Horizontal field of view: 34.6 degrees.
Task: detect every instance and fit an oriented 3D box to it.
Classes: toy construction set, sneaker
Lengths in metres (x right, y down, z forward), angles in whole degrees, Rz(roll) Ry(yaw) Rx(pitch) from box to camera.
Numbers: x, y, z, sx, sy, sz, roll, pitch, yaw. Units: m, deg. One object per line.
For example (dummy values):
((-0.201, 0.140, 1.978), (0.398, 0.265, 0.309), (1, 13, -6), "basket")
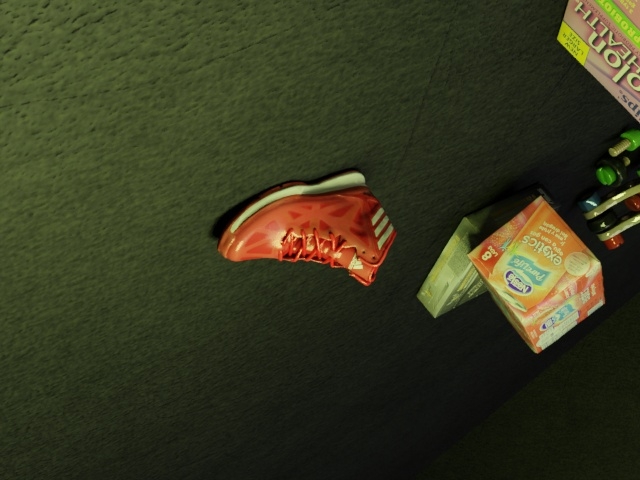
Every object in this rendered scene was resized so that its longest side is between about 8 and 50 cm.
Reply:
((0.653, -0.064, 1.844), (0.237, 0.309, 0.257), (-35, 166, -20), "toy construction set")
((0.000, 0.000, 1.173), (0.221, 0.128, 0.087), (-24, 154, -32), "sneaker")

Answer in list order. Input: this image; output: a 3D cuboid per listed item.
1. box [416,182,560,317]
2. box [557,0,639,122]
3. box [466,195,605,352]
((0.279, 0.018, 1.730), (0.183, 0.056, 0.231), (-23, 154, -31), "box")
((0.397, -0.256, 1.154), (0.117, 0.213, 0.243), (-33, 158, -12), "box")
((0.355, 0.065, 1.668), (0.154, 0.142, 0.300), (-39, 158, 4), "box")
